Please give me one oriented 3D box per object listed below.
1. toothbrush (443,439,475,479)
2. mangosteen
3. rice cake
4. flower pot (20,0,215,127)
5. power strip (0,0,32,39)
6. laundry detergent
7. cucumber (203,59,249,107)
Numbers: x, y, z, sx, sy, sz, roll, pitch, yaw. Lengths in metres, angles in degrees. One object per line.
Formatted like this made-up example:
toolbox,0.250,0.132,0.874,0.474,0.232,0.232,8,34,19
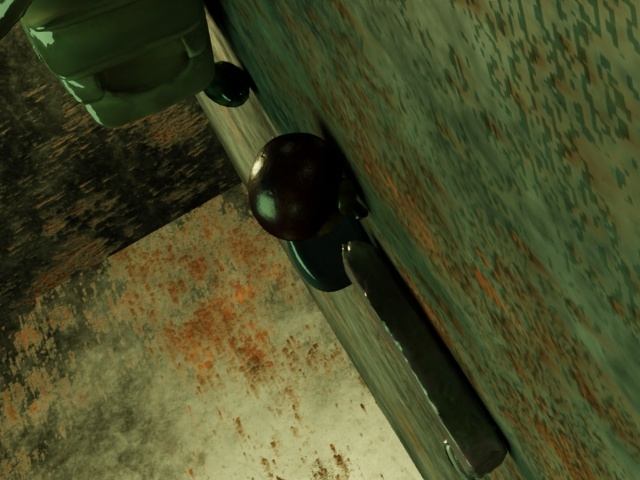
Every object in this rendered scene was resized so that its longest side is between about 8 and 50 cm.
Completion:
toothbrush,0.192,0.314,1.023,0.026,0.024,0.288,24,145,60
mangosteen,-0.014,-0.039,0.708,0.081,0.081,0.081,60,176,6
rice cake,0.073,0.084,0.737,0.207,0.036,0.047,59,166,26
flower pot,-0.211,-0.256,0.968,0.367,0.164,0.254,90,156,-81
power strip,-0.231,-0.318,0.722,0.092,0.251,0.257,-19,-103,-57
laundry detergent,-0.001,0.001,0.904,0.096,0.061,0.206,58,177,1
cucumber,-0.101,-0.167,1.060,0.048,0.048,0.105,62,176,-19
